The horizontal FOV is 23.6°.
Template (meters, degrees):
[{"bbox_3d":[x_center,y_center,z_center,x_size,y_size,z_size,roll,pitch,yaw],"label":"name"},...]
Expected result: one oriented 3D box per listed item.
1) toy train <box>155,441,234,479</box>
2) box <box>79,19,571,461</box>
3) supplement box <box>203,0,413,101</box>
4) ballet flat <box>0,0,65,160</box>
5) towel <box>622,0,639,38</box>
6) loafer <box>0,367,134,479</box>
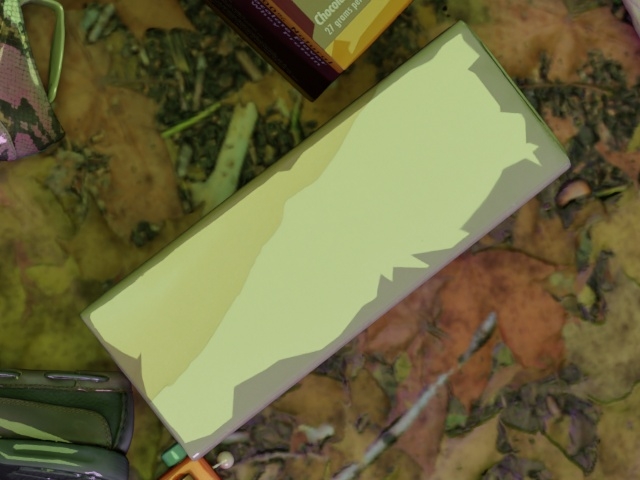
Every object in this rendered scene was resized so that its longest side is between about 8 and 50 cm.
[{"bbox_3d":[-0.084,0.230,1.063,0.125,0.046,0.166,-33,92,-5],"label":"toy train"},{"bbox_3d":[0.000,0.000,1.028,0.311,0.148,0.121,-38,92,-7],"label":"box"},{"bbox_3d":[-0.021,-0.209,1.003,0.191,0.194,0.129,43,85,-4],"label":"supplement box"},{"bbox_3d":[-0.217,-0.166,1.050,0.079,0.077,0.222,-12,95,-24],"label":"ballet flat"},{"bbox_3d":[0.417,-0.125,1.103,0.331,0.053,0.317,-27,93,3],"label":"towel"},{"bbox_3d":[-0.257,0.109,1.036,0.267,0.096,0.084,13,68,-12],"label":"loafer"}]
